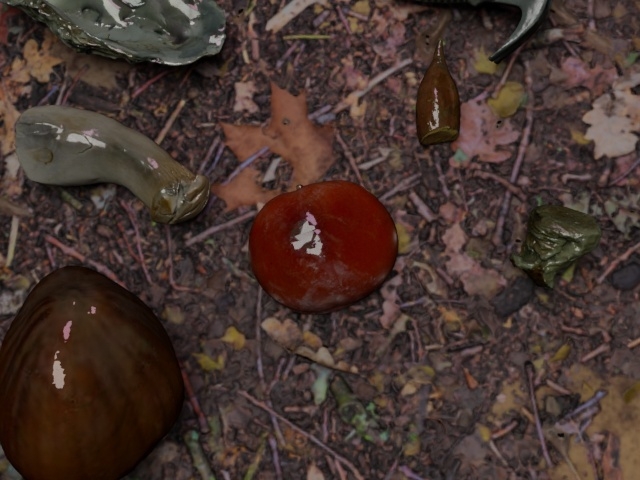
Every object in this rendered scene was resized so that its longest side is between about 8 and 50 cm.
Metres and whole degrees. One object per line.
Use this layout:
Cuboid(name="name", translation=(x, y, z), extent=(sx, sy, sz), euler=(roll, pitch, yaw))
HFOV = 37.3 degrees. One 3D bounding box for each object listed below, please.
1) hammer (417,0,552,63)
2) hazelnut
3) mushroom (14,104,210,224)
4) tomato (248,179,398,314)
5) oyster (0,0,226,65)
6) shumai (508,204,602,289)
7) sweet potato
Cuboid(name="hammer", translation=(0.140, -0.285, 1.030), extent=(0.226, 0.041, 0.159), euler=(15, 99, 19))
Cuboid(name="hazelnut", translation=(-0.219, 0.134, 0.921), extent=(0.186, 0.210, 0.210), euler=(34, 82, -26))
Cuboid(name="mushroom", translation=(-0.222, -0.084, 1.032), extent=(0.223, 0.081, 0.092), euler=(20, 62, 10))
Cuboid(name="tomato", translation=(0.000, 0.000, 0.974), extent=(0.159, 0.091, 0.139), euler=(-13, 77, 3))
Cuboid(name="oyster", translation=(-0.239, -0.256, 1.069), extent=(0.252, 0.087, 0.199), euler=(-15, 66, -3))
Cuboid(name="shumai", translation=(0.239, 0.011, 0.960), extent=(0.083, 0.082, 0.080), euler=(27, 120, 41))
Cuboid(name="sweet potato", translation=(0.126, -0.159, 1.014), extent=(0.049, 0.049, 0.117), euler=(1, 81, 8))
